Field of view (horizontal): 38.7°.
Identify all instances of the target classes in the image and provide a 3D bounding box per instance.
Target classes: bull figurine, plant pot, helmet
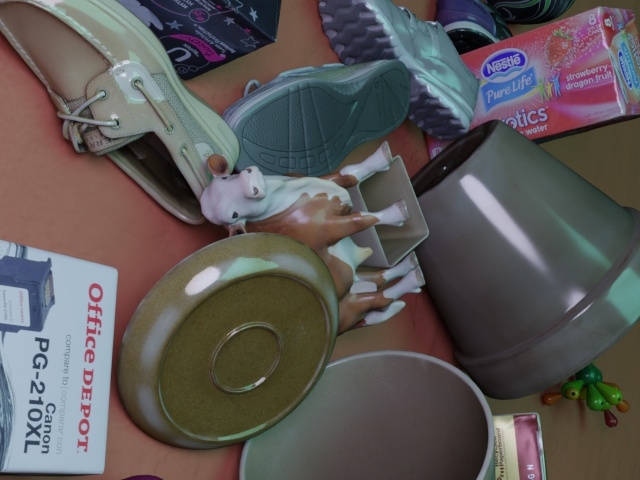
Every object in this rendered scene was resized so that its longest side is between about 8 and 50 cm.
[{"bbox_3d":[0.000,0.000,0.943,0.310,0.188,0.101,69,7,-53],"label":"bull figurine"},{"bbox_3d":[-0.075,0.106,0.864,0.236,0.032,0.236,-17,124,-28],"label":"plant pot"},{"bbox_3d":[0.053,-0.028,1.116,0.109,0.096,0.109,-36,108,-50],"label":"plant pot"},{"bbox_3d":[0.255,0.000,1.225,0.280,0.323,0.323,49,44,-9],"label":"plant pot"},{"bbox_3d":[0.076,0.304,0.969,0.256,0.256,0.274,-56,140,-42],"label":"plant pot"},{"bbox_3d":[0.375,-0.462,1.579,0.169,0.161,0.170,18,67,-47],"label":"helmet"}]

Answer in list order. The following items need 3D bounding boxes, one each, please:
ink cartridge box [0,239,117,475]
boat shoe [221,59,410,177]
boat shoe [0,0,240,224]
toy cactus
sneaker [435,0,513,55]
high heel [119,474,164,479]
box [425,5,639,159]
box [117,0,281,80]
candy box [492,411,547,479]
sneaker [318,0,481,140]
[{"bbox_3d":[-0.276,0.086,0.676,0.237,0.100,0.172,18,67,-47],"label":"ink cartridge box"},{"bbox_3d":[-0.013,-0.151,1.083,0.320,0.103,0.118,-32,124,-44],"label":"boat shoe"},{"bbox_3d":[-0.189,-0.125,0.842,0.302,0.109,0.098,46,48,-42],"label":"boat shoe"},{"bbox_3d":[0.438,0.215,1.544,0.219,0.112,0.181,35,36,-37],"label":"toy cactus"},{"bbox_3d":[0.291,-0.322,1.490,0.283,0.107,0.124,28,54,-44],"label":"sneaker"},{"bbox_3d":[-0.263,0.220,0.646,0.377,0.127,0.181,-31,97,-55],"label":"high heel"},{"bbox_3d":[0.302,-0.216,1.311,0.142,0.299,0.154,-12,90,-52],"label":"box"},{"bbox_3d":[-0.165,-0.299,0.888,0.247,0.142,0.164,31,56,-44],"label":"box"},{"bbox_3d":[0.248,0.316,1.170,0.316,0.087,0.183,39,47,-72],"label":"candy box"},{"bbox_3d":[0.109,-0.261,1.220,0.281,0.105,0.115,44,58,-25],"label":"sneaker"}]
